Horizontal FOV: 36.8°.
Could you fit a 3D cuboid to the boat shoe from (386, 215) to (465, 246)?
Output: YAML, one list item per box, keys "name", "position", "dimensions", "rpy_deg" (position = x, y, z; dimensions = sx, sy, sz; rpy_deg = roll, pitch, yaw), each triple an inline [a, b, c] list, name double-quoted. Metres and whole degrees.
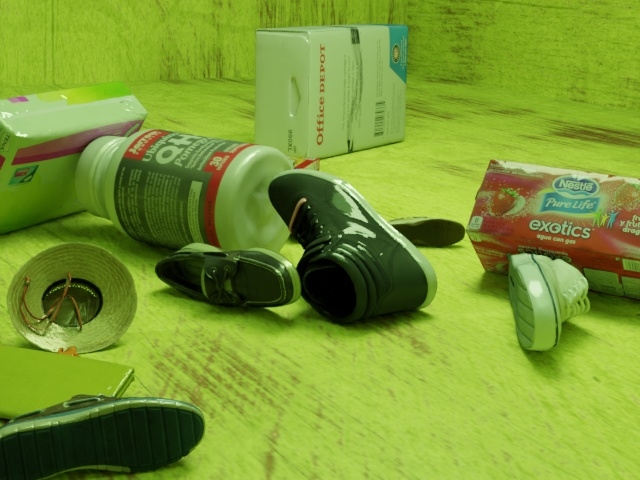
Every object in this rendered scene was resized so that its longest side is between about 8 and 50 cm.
- name: "boat shoe"
  position: [0.159, -0.019, 1.517]
  dimensions: [0.135, 0.050, 0.045]
  rpy_deg: [1, 21, -2]

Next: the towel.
- name: "towel"
  position: [-0.311, 0.143, 0.948]
  dimensions: [0.237, 0.021, 0.102]
  rpy_deg: [6, 31, 12]

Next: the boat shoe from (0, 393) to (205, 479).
- name: "boat shoe"
  position: [-0.193, 0.160, 0.831]
  dimensions: [0.183, 0.066, 0.066]
  rpy_deg: [-3, 15, -16]

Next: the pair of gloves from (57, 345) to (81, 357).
- name: "pair of gloves"
  position: [-0.293, 0.133, 1.013]
  dimensions: [0.083, 0.010, 0.074]
  rpy_deg: [-5, 19, -13]

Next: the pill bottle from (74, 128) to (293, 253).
- name: "pill bottle"
  position: [-0.208, -0.073, 1.439]
  dimensions: [0.319, 0.176, 0.176]
  rpy_deg: [11, 19, 30]

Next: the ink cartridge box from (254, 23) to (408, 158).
- name: "ink cartridge box"
  position: [0.030, -0.359, 2.257]
  dimensions: [0.166, 0.285, 0.395]
  rpy_deg: [12, 18, 36]

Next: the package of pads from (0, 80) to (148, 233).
- name: "package of pads"
  position: [-0.435, -0.127, 1.530]
  dimensions: [0.101, 0.229, 0.296]
  rpy_deg: [45, 32, 14]

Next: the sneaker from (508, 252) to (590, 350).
- name: "sneaker"
  position: [0.280, 0.064, 1.164]
  dimensions: [0.091, 0.094, 0.258]
  rpy_deg: [-1, 15, 8]

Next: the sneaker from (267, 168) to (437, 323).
- name: "sneaker"
  position: [0.000, 0.000, 1.237]
  dimensions: [0.147, 0.104, 0.296]
  rpy_deg: [-14, 43, -45]

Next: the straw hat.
- name: "straw hat"
  position: [-0.288, 0.075, 1.109]
  dimensions: [0.145, 0.144, 0.061]
  rpy_deg: [-5, -23, -23]

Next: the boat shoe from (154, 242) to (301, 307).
- name: "boat shoe"
  position: [-0.122, 0.050, 1.212]
  dimensions: [0.224, 0.080, 0.073]
  rpy_deg: [10, 23, 42]

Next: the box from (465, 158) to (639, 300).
- name: "box"
  position: [0.344, -0.014, 1.307]
  dimensions: [0.257, 0.122, 0.128]
  rpy_deg: [10, -25, 28]

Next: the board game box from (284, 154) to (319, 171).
- name: "board game box"
  position: [-0.114, -0.137, 1.904]
  dimensions: [0.194, 0.045, 0.147]
  rpy_deg: [6, 16, 14]
